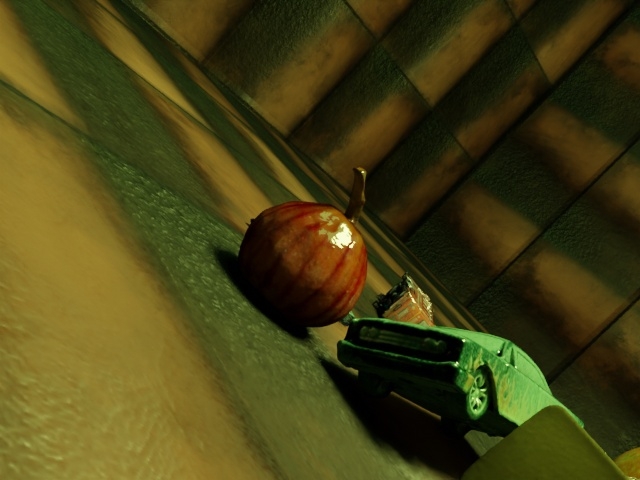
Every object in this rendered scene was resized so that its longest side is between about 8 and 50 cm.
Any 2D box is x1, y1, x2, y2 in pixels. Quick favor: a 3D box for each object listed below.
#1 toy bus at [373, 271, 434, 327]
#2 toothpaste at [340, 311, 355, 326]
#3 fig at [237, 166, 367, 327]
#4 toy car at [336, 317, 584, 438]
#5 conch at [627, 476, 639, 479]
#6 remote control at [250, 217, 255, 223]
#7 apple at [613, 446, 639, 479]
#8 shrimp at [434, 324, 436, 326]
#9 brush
[{"bbox_3d":[0.147,0.114,1.205,0.096,0.073,0.235,54,8,4],"label":"toy bus"},{"bbox_3d":[0.008,0.072,0.846,0.083,0.017,0.020,39,11,-32],"label":"toothpaste"},{"bbox_3d":[-0.015,0.007,0.687,0.128,0.150,0.128,10,-12,2],"label":"fig"},{"bbox_3d":[0.153,0.148,0.728,0.141,0.097,0.320,6,-21,40],"label":"toy car"},{"bbox_3d":[0.279,0.306,0.678,0.245,0.163,0.178,-164,-123,-69],"label":"conch"},{"bbox_3d":[-0.057,-0.002,0.924,0.039,0.014,0.096,49,10,33],"label":"remote control"},{"bbox_3d":[0.445,0.380,0.889,0.237,0.207,0.237,45,-12,12],"label":"apple"},{"bbox_3d":[0.232,0.192,1.374,0.091,0.025,0.127,48,5,21],"label":"shrimp"},{"bbox_3d":[0.210,0.240,0.579,0.059,0.123,0.197,43,7,-36],"label":"brush"}]
